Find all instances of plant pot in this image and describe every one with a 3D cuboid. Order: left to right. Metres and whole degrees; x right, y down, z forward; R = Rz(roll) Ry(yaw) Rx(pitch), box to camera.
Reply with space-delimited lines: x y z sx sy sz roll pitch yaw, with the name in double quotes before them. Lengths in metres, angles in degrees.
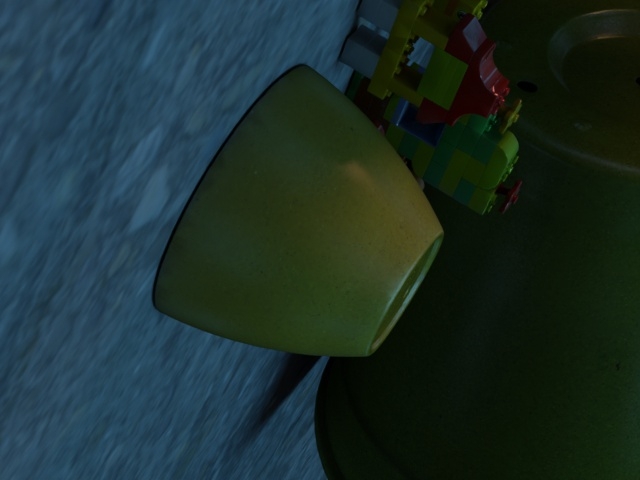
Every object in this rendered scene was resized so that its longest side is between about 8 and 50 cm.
"plant pot" 0.000 0.000 0.847 0.134 0.095 0.134 -56 170 -15
"plant pot" 0.193 0.017 1.292 0.366 0.366 0.353 -49 155 -45

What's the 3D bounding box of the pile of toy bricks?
"pile of toy bricks" 0.060 -0.053 0.963 0.118 0.105 0.212 -50 167 -43
